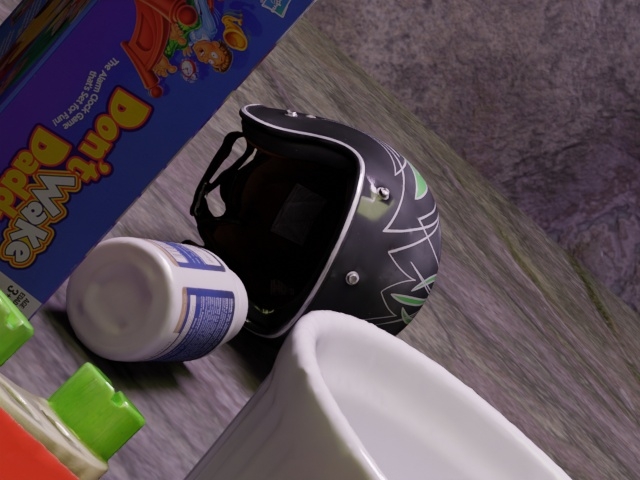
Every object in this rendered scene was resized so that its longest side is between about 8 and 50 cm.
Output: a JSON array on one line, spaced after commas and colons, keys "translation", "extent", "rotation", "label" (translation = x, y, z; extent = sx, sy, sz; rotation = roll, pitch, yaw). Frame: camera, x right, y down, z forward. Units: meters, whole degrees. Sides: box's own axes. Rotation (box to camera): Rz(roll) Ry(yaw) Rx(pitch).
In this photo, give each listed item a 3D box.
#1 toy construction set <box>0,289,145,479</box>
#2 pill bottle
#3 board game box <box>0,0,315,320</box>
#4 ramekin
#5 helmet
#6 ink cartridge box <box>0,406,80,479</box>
[{"translation": [-0.074, 0.131, 0.512], "extent": [0.215, 0.151, 0.327], "rotation": [53, 6, -47], "label": "toy construction set"}, {"translation": [-0.086, 0.034, 1.025], "extent": [0.067, 0.067, 0.120], "rotation": [47, 12, 17], "label": "pill bottle"}, {"translation": [-0.117, -0.110, 1.021], "extent": [0.078, 0.233, 0.347], "rotation": [40, 12, -16], "label": "board game box"}, {"translation": [0.050, 0.173, 0.821], "extent": [0.277, 0.135, 0.277], "rotation": [42, 11, -10], "label": "ramekin"}, {"translation": [0.000, 0.000, 1.204], "extent": [0.162, 0.169, 0.169], "rotation": [29, 8, 16], "label": "helmet"}, {"translation": [-0.116, 0.103, 0.371], "extent": [0.189, 0.066, 0.232], "rotation": [40, 50, 20], "label": "ink cartridge box"}]
